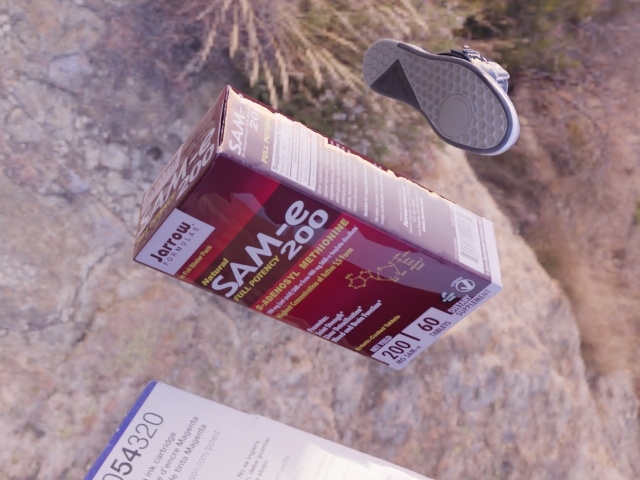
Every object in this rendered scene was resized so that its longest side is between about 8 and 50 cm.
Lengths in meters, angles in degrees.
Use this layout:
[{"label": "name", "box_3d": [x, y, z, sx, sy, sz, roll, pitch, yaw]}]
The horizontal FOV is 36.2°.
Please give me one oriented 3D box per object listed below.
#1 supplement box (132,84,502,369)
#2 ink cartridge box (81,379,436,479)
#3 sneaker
[{"label": "supplement box", "box_3d": [0.000, 0.000, 0.718, 0.239, 0.130, 0.073, 25, 42, -23]}, {"label": "ink cartridge box", "box_3d": [-0.012, 0.252, 0.507, 0.324, 0.330, 0.071, -60, 163, -48]}, {"label": "sneaker", "box_3d": [0.172, -0.152, 1.067, 0.163, 0.226, 0.086, 7, 115, -40]}]
